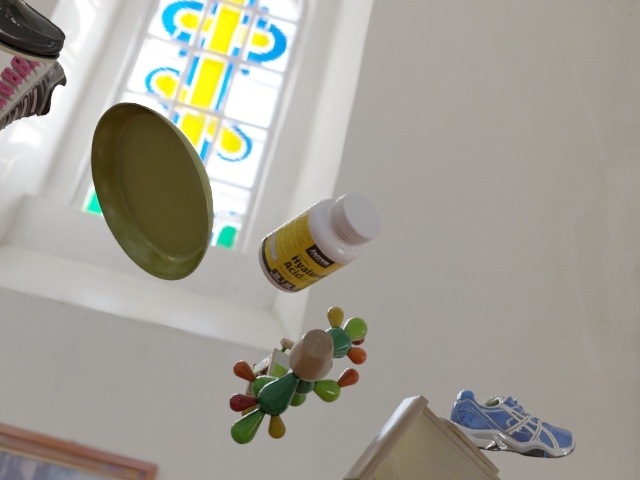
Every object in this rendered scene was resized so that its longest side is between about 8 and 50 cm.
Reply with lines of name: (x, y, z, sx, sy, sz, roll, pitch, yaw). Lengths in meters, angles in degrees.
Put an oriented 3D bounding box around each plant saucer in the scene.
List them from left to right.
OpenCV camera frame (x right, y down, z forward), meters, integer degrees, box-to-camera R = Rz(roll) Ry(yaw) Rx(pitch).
plant saucer: (-0.215, -0.066, 1.103, 0.241, 0.037, 0.241, 19, -59, 36)

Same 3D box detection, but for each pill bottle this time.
pill bottle: (0.000, 0.000, 0.792, 0.065, 0.065, 0.116, 30, -44, -30)

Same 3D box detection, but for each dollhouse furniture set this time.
dollhouse furniture set: (0.083, 0.276, 0.915, 0.161, 0.212, 0.242, 45, -27, -3)

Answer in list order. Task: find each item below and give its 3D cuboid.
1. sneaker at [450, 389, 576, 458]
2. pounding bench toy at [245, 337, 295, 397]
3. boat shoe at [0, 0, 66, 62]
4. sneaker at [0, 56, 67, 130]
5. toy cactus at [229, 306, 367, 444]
sneaker: (0.285, 0.270, 1.228, 0.211, 0.081, 0.080, 13, -12, -21)
pounding bench toy: (-0.065, 0.186, 1.202, 0.052, 0.083, 0.065, 33, -48, -21)
boat shoe: (-0.214, -0.157, 0.525, 0.042, 0.049, 0.133, -44, -49, 17)
sneaker: (-0.393, -0.177, 1.095, 0.063, 0.170, 0.075, 34, -9, 32)
toy cactus: (-0.020, 0.142, 0.978, 0.219, 0.112, 0.180, -28, -19, -23)
